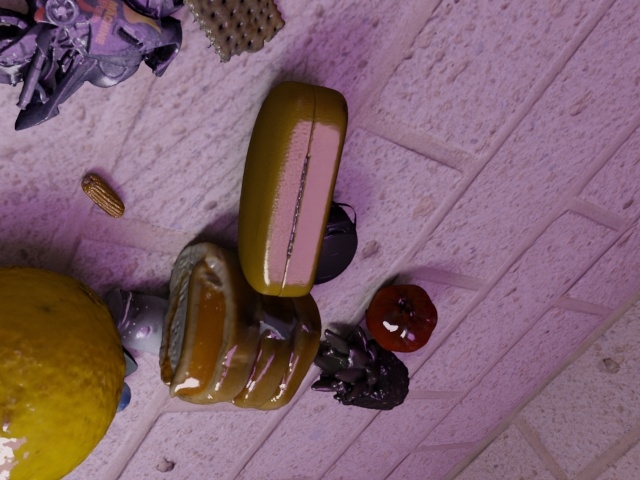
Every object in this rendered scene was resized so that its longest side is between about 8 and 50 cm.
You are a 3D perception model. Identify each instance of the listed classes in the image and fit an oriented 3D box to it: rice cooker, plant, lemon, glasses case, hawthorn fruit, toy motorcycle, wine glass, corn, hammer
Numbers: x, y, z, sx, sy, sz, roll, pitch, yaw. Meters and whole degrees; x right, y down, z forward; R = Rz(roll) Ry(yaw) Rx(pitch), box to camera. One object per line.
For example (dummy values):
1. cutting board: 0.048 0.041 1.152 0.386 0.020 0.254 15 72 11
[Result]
1. rice cooker: 0.000 0.000 1.213 0.142 0.118 0.203 -10 135 -24
2. plant: 0.103 0.358 1.562 0.181 0.194 0.320 -27 141 30
3. lemon: -0.489 0.227 0.933 0.349 0.388 0.350 -7 146 -5
4. glasses case: -0.063 -0.088 1.019 0.141 0.173 0.372 6 112 -15
5. hawthorn fruit: 0.206 0.206 1.522 0.185 0.185 0.202 -24 157 -11
6. toy motorcycle: -0.294 -0.266 0.769 0.307 0.108 0.173 -31 139 -11
7. wine glass: -0.334 0.168 1.167 0.204 0.111 0.111 27 112 -41
8. corn: -0.359 -0.072 0.975 0.037 0.037 0.092 -32 142 -2
9. hammer: -0.502 0.313 1.231 0.116 0.070 0.194 -24 135 37

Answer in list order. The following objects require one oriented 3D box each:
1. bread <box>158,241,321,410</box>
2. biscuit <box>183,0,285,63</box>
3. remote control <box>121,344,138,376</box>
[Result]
1. bread: -0.131 0.186 1.165 0.210 0.301 0.341 -8 155 39
2. biscuit: -0.128 -0.340 0.825 0.144 0.016 0.203 -58 145 -19
3. remote control: -0.451 0.220 1.197 0.072 0.042 0.222 -31 138 -3
